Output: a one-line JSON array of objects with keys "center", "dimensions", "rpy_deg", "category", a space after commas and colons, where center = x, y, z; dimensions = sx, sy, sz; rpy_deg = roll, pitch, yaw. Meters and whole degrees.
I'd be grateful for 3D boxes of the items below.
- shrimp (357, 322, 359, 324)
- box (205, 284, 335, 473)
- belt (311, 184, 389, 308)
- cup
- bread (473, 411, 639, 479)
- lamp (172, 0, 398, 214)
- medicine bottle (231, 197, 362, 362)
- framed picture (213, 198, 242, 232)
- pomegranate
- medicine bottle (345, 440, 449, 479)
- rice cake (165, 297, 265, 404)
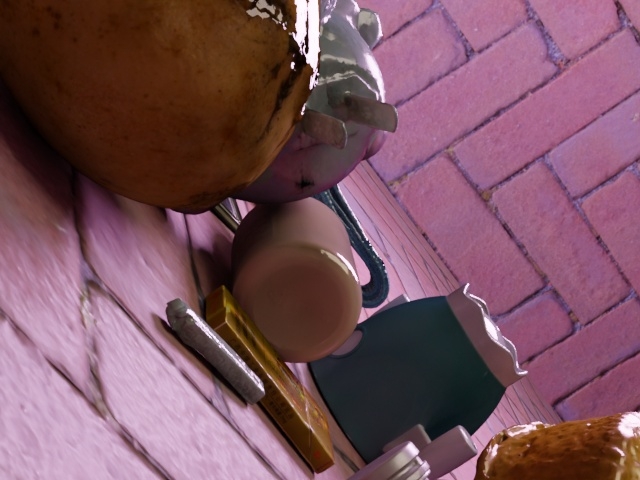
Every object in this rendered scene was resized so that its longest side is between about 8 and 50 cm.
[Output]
[{"center": [0.060, 0.128, 1.681], "dimensions": [0.082, 0.076, 0.174], "rpy_deg": [2, -34, 46], "category": "shrimp"}, {"center": [-0.041, 0.113, 1.204], "dimensions": [0.156, 0.022, 0.089], "rpy_deg": [53, 9, -16], "category": "box"}, {"center": [-0.001, -0.001, 1.536], "dimensions": [0.179, 0.100, 0.065], "rpy_deg": [62, -3, -7], "category": "belt"}, {"center": [0.105, 0.134, 1.450], "dimensions": [0.167, 0.173, 0.299], "rpy_deg": [53, 8, -25], "category": "cup"}, {"center": [0.291, 0.322, 1.316], "dimensions": [0.358, 0.204, 0.336], "rpy_deg": [34, 47, -33], "category": "bread"}, {"center": [-0.032, -0.174, 1.279], "dimensions": [0.247, 0.247, 0.301], "rpy_deg": [22, -57, 47], "category": "lamp"}, {"center": [-0.026, 0.018, 1.352], "dimensions": [0.114, 0.114, 0.252], "rpy_deg": [53, 8, -17], "category": "medicine bottle"}, {"center": [-0.130, -0.103, 1.515], "dimensions": [0.142, 0.011, 0.183], "rpy_deg": [49, 17, -50], "category": "framed picture"}, {"center": [-0.115, -0.150, 1.081], "dimensions": [0.260, 0.260, 0.260], "rpy_deg": [54, 8, -11], "category": "pomegranate"}, {"center": [0.088, 0.252, 1.099], "dimensions": [0.191, 0.107, 0.107], "rpy_deg": [56, 8, 4], "category": "medicine bottle"}, {"center": [-0.079, 0.085, 1.104], "dimensions": [0.121, 0.021, 0.022], "rpy_deg": [51, 4, -41], "category": "rice cake"}]
